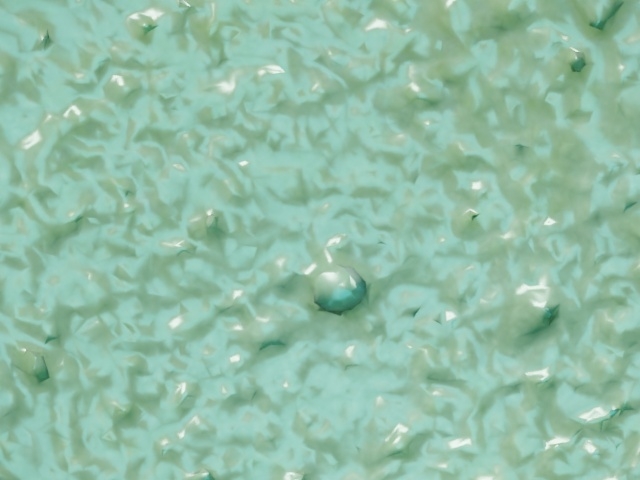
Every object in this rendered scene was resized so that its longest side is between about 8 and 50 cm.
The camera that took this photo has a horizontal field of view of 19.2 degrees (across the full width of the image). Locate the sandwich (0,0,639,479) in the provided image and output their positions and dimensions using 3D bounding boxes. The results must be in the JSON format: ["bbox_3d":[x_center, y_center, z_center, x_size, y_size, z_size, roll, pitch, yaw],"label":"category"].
[{"bbox_3d":[0.000,0.000,0.468,0.251,0.087,0.226,-32,85,1],"label":"sandwich"}]
